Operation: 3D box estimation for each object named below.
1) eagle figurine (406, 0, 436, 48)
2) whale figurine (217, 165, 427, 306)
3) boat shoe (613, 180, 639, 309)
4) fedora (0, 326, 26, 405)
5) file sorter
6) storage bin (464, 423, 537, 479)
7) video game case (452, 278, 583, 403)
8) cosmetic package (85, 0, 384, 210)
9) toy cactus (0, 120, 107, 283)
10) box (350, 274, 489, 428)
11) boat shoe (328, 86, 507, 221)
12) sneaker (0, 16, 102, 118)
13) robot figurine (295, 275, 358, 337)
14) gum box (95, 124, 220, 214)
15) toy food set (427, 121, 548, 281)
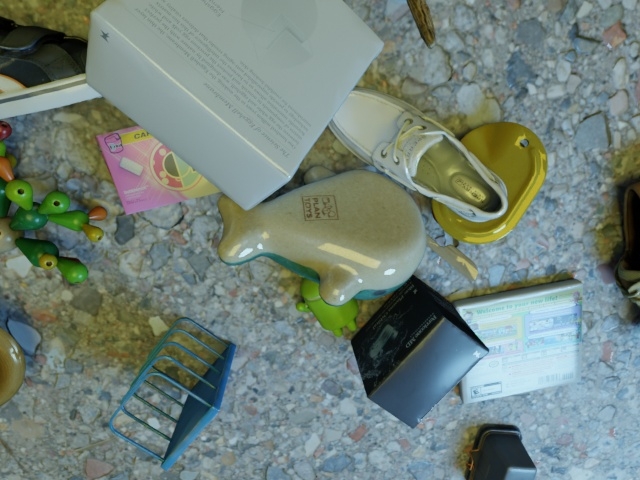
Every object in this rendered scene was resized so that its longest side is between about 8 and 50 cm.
[{"bbox_3d":[0.218,-0.371,0.532,0.298,0.225,0.226,-21,99,13],"label":"eagle figurine"},{"bbox_3d":[0.000,0.000,0.632,0.272,0.216,0.141,-1,146,-14],"label":"whale figurine"},{"bbox_3d":[0.521,0.051,0.735,0.120,0.122,0.324,-7,100,2],"label":"boat shoe"},{"bbox_3d":[-0.524,0.162,0.684,0.194,0.079,0.194,-4,111,-10],"label":"fedora"},{"bbox_3d":[-0.207,0.206,0.682,0.104,0.170,0.118,39,101,-12],"label":"file sorter"},{"bbox_3d":[0.318,0.411,0.838,0.098,0.091,0.135,7,106,-8],"label":"storage bin"},{"bbox_3d":[0.334,0.172,0.798,0.212,0.023,0.193,-10,109,-1],"label":"video game case"},{"bbox_3d":[-0.089,-0.196,0.527,0.224,0.138,0.224,40,62,-15],"label":"cosmetic package"},{"bbox_3d":[-0.398,-0.032,0.637,0.180,0.112,0.219,-24,112,22],"label":"toy cactus"},{"bbox_3d":[0.137,0.156,0.703,0.093,0.158,0.156,37,100,-15],"label":"box"},{"bbox_3d":[0.127,-0.119,0.618,0.277,0.096,0.098,32,101,4],"label":"boat shoe"},{"bbox_3d":[-0.376,-0.208,0.554,0.321,0.126,0.127,-11,114,0],"label":"sneaker"},{"bbox_3d":[0.014,0.089,0.717,0.101,0.067,0.115,-27,108,13],"label":"robot figurine"},{"bbox_3d":[-0.191,-0.110,0.635,0.188,0.062,0.107,-14,108,-1],"label":"gum box"},{"bbox_3d":[0.232,-0.065,0.694,0.128,0.071,0.218,33,101,10],"label":"toy food set"}]
